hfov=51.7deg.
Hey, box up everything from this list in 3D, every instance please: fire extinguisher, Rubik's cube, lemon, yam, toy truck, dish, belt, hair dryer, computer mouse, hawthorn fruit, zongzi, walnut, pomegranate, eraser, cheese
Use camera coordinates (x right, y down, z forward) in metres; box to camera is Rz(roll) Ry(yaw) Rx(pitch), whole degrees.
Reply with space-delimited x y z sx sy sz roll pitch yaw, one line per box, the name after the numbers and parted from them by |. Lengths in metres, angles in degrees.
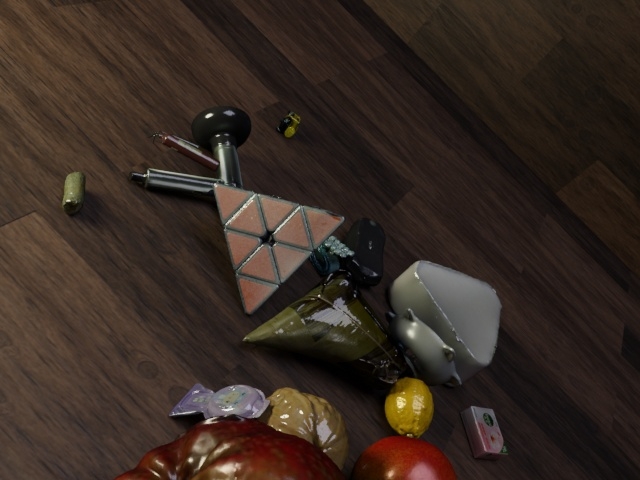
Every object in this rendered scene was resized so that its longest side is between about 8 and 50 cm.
-0.314 -0.218 1.542 0.173 0.035 0.049 28 65 -20 | fire extinguisher
-0.107 -0.004 1.527 0.228 0.233 0.229 -13 42 -28 | Rubik's cube
0.206 0.387 1.526 0.114 0.114 0.155 26 44 -24 | lemon
-0.510 -0.099 1.369 0.043 0.043 0.094 17 42 -33 | yam
-0.095 -0.358 2.030 0.054 0.049 0.083 37 37 -13 | toy truck
0.221 0.275 1.601 0.086 0.228 0.236 -37 44 -25 | dish
-0.003 0.000 1.723 0.065 0.100 0.179 -12 60 -54 | belt
-0.292 -0.198 1.597 0.284 0.155 0.320 27 46 -39 | hair dryer
0.118 0.032 1.828 0.122 0.073 0.217 28 45 -18 | computer mouse
-0.123 0.467 0.931 0.402 0.403 0.403 26 39 -24 | hawthorn fruit
0.017 0.255 1.479 0.317 0.154 0.289 -32 82 -34 | zongzi
-0.051 0.371 1.218 0.213 0.213 0.213 26 39 -24 | walnut
0.148 0.503 1.284 0.256 0.221 0.221 -24 70 -25 | pomegranate
0.377 0.211 1.844 0.331 0.150 0.331 24 41 -23 | eraser
-0.179 0.298 1.199 0.105 0.190 0.042 -48 128 -54 | cheese

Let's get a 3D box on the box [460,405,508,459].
0.417 0.492 1.687 0.089 0.043 0.125 16 45 -34 | box
